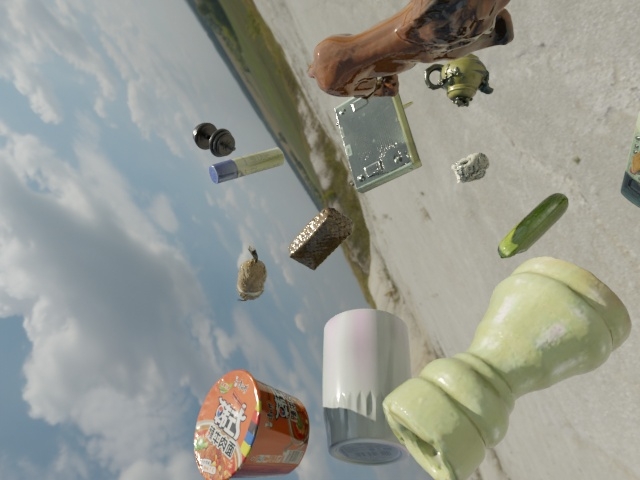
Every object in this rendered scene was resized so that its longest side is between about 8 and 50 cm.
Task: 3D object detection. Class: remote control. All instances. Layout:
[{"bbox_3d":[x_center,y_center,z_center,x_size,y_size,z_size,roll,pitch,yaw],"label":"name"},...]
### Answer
[{"bbox_3d":[0.949,-0.234,1.210,0.123,0.038,0.285,-98,-8,-54],"label":"remote control"}]

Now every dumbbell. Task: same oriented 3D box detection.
[{"bbox_3d":[-0.365,-0.345,1.420,0.209,0.099,0.099,29,166,30],"label":"dumbbell"}]

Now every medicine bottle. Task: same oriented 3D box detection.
[{"bbox_3d":[-0.217,-0.226,1.243,0.059,0.231,0.059,32,134,41],"label":"medicine bottle"}]

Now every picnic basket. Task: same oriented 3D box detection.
[{"bbox_3d":[0.000,0.000,1.144,0.110,0.193,0.054,31,-152,-23],"label":"picnic basket"}]

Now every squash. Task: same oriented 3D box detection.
[{"bbox_3d":[0.581,-0.036,1.135,0.069,0.239,0.069,44,-173,-7],"label":"squash"}]

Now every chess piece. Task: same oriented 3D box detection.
[{"bbox_3d":[0.331,0.236,0.775,0.234,0.442,0.234,48,160,24],"label":"chess piece"}]

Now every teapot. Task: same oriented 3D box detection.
[{"bbox_3d":[0.536,-0.610,1.608,0.173,0.270,0.182,87,-173,-88],"label":"teapot"}]

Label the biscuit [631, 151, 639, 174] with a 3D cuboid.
[{"bbox_3d":[0.893,-0.201,0.889,0.381,0.359,0.074,2,88,54],"label":"biscuit"}]

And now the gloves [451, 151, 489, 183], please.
[{"bbox_3d":[0.644,-0.307,1.764,0.070,0.153,0.114,7,-120,-85],"label":"gloves"}]

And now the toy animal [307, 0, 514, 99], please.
[{"bbox_3d":[0.080,-0.220,0.449,0.158,0.313,0.097,-25,-77,-47],"label":"toy animal"}]

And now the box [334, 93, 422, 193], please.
[{"bbox_3d":[0.145,-0.284,1.124,0.045,0.211,0.270,9,-115,-55],"label":"box"}]

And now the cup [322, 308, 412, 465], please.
[{"bbox_3d":[0.130,0.390,1.140,0.371,0.254,0.253,-86,-28,-45],"label":"cup"}]

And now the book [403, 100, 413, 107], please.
[{"bbox_3d":[0.191,-0.396,1.372,0.168,0.192,0.013,-19,100,59],"label":"book"}]

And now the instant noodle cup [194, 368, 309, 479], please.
[{"bbox_3d":[-0.161,0.469,1.026,0.192,0.250,0.250,33,-162,-36],"label":"instant noodle cup"}]

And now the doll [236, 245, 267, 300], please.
[{"bbox_3d":[-0.247,0.126,1.515,0.105,0.221,0.115,22,-152,6],"label":"doll"}]
